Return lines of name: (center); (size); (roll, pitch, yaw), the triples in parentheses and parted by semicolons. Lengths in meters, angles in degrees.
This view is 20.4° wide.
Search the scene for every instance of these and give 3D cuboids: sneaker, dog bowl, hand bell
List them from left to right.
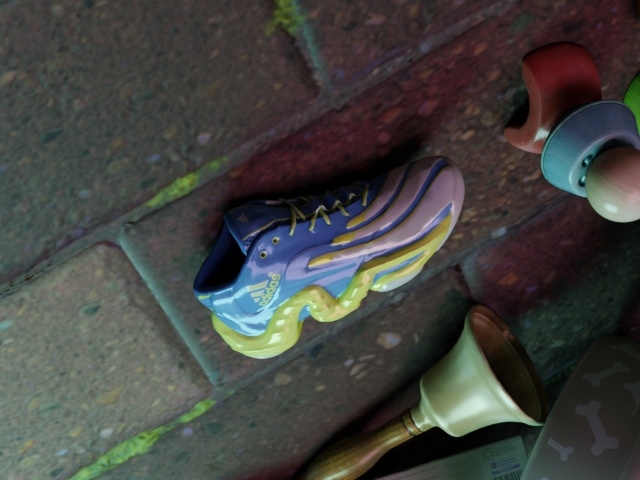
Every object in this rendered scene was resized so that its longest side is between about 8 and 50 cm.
sneaker: (0.000, 0.000, 1.424); (0.240, 0.091, 0.126); (-40, 138, 10)
hand bell: (0.079, 0.174, 1.653); (0.242, 0.126, 0.126); (-34, 140, 19)
dog bowl: (0.257, 0.246, 1.692); (0.349, 0.102, 0.349); (-56, 160, -33)

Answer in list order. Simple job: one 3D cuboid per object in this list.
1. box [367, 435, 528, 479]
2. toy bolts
box: (0.053, 0.262, 1.718); (0.324, 0.067, 0.063); (-15, 172, -20)
toy bolts: (0.285, -0.108, 1.442); (0.228, 0.158, 0.218); (-15, 136, -19)
